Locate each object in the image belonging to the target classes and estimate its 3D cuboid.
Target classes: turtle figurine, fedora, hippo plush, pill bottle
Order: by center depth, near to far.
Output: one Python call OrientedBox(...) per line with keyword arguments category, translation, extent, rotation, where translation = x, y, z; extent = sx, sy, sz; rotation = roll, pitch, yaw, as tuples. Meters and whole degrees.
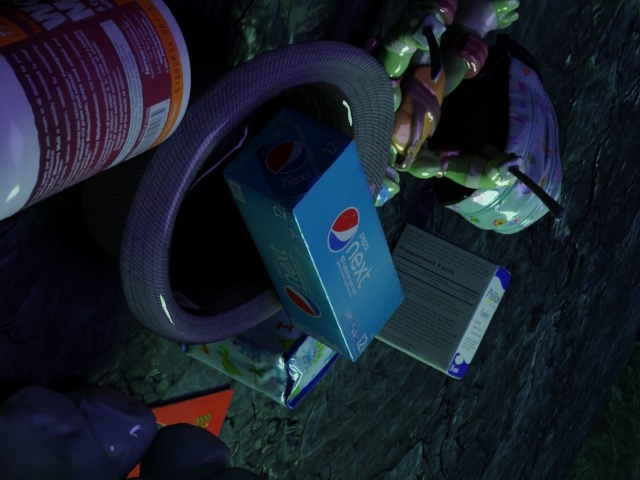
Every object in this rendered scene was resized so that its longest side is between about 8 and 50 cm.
OrientedBox(category="pill bottle", translation=(-0.186, -0.079, 0.843), extent=(0.221, 0.121, 0.121), rotation=(-33, 142, -51))
OrientedBox(category="fedora", translation=(-0.077, -0.052, 1.091), extent=(0.275, 0.124, 0.244), rotation=(-34, 142, -39))
OrientedBox(category="hippo plush", translation=(-0.160, 0.275, 1.094), extent=(0.234, 0.294, 0.237), rotation=(16, 108, -44))
OrientedBox(category="turtle figurine", translation=(0.136, -0.147, 1.307), extent=(0.274, 0.197, 0.266), rotation=(-31, -146, 56))

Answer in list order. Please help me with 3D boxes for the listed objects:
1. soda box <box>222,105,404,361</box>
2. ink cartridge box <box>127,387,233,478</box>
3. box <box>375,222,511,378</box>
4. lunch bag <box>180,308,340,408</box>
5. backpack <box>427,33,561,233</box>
OrientedBox(category="soda box", translation=(0.000, 0.000, 1.059), extent=(0.071, 0.067, 0.210), rotation=(-50, 149, -20))
OrientedBox(category="ink cartridge box", translation=(-0.165, 0.270, 1.320), extent=(0.275, 0.060, 0.239), rotation=(-5, 119, -63))
OrientedBox(category="box", translation=(0.131, 0.069, 1.647), extent=(0.137, 0.126, 0.072), rotation=(-63, 155, -1))
OrientedBox(category="lunch bag", translation=(-0.034, 0.054, 1.285), extent=(0.151, 0.128, 0.096), rotation=(-44, 150, -37))
OrientedBox(category="backpack", translation=(0.177, -0.099, 1.471), extent=(0.152, 0.115, 0.182), rotation=(-44, -147, 39))
